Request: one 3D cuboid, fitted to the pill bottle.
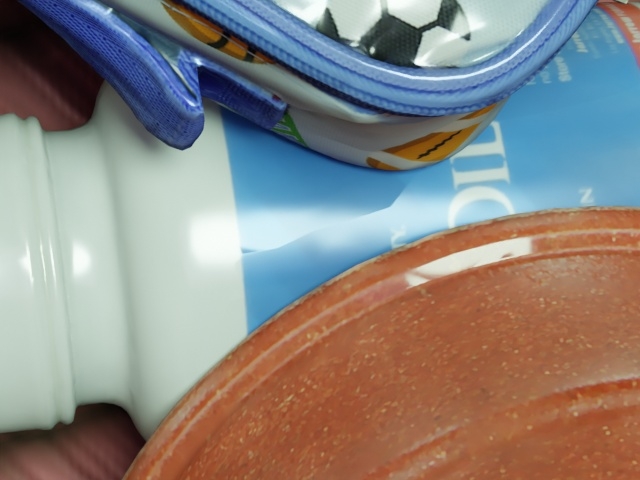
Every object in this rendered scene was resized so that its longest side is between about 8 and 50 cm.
[{"bbox_3d":[0.000,0.000,0.566,0.221,0.124,0.124,-8,89,-9],"label":"pill bottle"}]

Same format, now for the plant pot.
[{"bbox_3d":[0.090,0.171,0.452,0.272,0.265,0.272,-6,118,-11],"label":"plant pot"}]

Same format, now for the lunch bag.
[{"bbox_3d":[-0.030,-0.163,0.476,0.303,0.115,0.243,31,78,-1],"label":"lunch bag"}]
